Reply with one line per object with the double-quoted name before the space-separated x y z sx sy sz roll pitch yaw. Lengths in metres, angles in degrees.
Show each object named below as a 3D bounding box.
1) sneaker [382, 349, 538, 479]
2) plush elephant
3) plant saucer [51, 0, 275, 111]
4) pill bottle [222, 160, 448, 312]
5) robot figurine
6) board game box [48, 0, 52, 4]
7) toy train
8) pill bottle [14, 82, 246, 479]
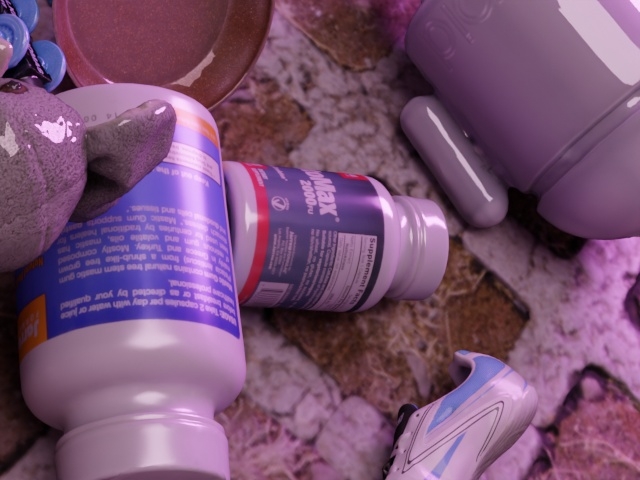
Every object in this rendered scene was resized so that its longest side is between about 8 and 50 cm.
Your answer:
"sneaker" 0.074 0.177 1.142 0.086 0.085 0.237 28 54 20
"plush elephant" -0.249 -0.066 0.903 0.272 0.255 0.330 -42 117 -49
"plant saucer" -0.125 -0.188 1.197 0.198 0.036 0.198 -13 114 -33
"pill bottle" 0.000 0.000 1.171 0.180 0.108 0.108 5 63 -27
"robot figurine" 0.210 -0.145 1.296 0.300 0.200 0.353 -41 81 8
"board game box" -0.115 -0.349 1.316 0.336 0.079 0.254 -15 73 -33
"toy train" -0.261 -0.155 1.121 0.184 0.105 0.080 62 10 23
"pill bottle" -0.131 0.044 1.052 0.152 0.152 0.272 5 62 -25
